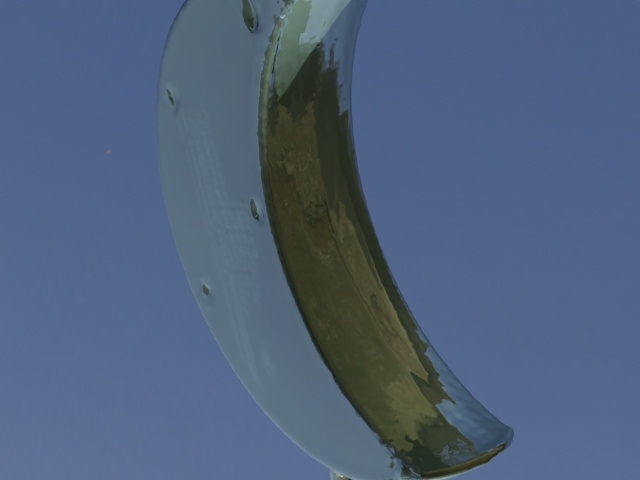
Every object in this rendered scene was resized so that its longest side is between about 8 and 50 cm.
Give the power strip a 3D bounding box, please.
[{"bbox_3d":[0.000,0.000,0.828,0.054,0.167,0.253,-22,-74,-30],"label":"power strip"}]
